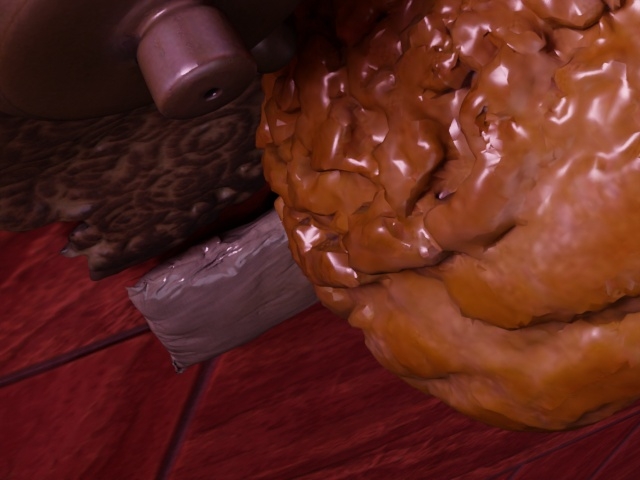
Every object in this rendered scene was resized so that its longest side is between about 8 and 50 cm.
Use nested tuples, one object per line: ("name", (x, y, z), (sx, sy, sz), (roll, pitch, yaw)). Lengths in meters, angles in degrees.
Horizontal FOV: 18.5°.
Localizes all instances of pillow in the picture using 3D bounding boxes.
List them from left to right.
("pillow", (0.000, 0.000, 1.141), (0.230, 0.050, 0.148), (-26, 155, -1))

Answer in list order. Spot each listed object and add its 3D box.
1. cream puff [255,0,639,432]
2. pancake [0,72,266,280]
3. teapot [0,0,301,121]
("cream puff", (0.112, -0.090, 0.803), (0.327, 0.231, 0.343), (-43, -175, 36))
("pancake", (-0.121, -0.039, 0.911), (0.288, 0.033, 0.286), (-26, 161, -8))
("teapot", (-0.067, -0.111, 0.604), (0.185, 0.175, 0.268), (-32, 160, 13))
